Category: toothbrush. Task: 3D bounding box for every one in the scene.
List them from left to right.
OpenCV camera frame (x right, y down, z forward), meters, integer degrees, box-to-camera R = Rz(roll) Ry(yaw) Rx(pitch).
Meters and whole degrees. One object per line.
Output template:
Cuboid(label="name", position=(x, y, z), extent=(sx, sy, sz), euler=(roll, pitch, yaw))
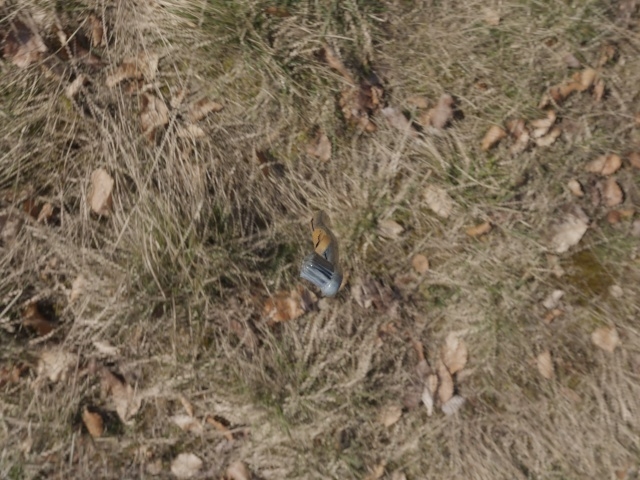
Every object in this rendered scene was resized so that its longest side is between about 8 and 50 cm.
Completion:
Cuboid(label="toothbrush", position=(0.002, 0.002, 0.634), extent=(0.031, 0.321, 0.023), euler=(38, 97, -5))
